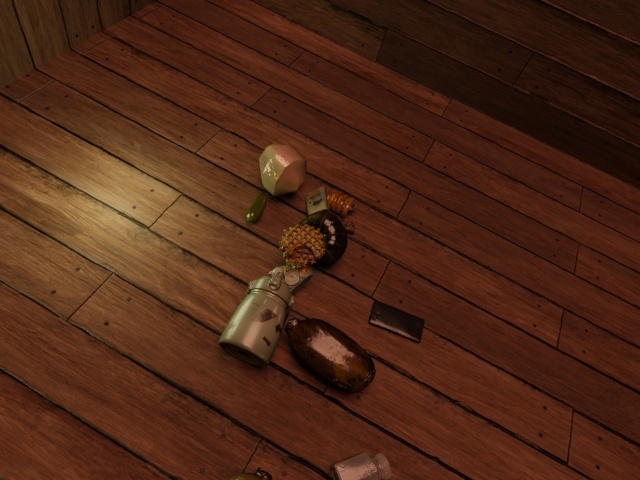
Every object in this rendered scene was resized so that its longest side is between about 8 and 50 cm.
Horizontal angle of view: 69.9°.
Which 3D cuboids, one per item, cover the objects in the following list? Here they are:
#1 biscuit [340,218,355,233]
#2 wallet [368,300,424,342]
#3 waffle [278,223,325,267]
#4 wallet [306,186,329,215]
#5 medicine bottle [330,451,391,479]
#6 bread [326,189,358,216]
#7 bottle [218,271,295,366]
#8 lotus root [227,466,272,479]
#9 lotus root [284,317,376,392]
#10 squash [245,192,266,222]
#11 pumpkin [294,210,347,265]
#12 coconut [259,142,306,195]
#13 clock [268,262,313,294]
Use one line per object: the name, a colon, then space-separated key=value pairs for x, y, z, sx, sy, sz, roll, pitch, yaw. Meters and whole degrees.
biscuit: x=0.072 y=-0.077 z=2.252 sx=0.199 sy=0.034 sz=0.064 roll=9 pitch=52 yaw=-9
wallet: x=0.338 y=0.355 z=2.022 sx=0.244 sy=0.025 sz=0.124 roll=21 pitch=53 yaw=1
waffle: x=-0.074 y=0.019 z=1.940 sx=0.193 sy=0.070 sz=0.197 roll=-19 pitch=61 yaw=-15
wallet: x=-0.018 y=-0.190 z=2.270 sx=0.110 sy=0.039 sz=0.155 roll=-22 pitch=48 yaw=15
medicine bottle: x=0.145 y=0.819 z=1.601 sx=0.188 sy=0.088 sz=0.132 roll=-10 pitch=59 yaw=-21
bread: x=0.098 y=-0.191 z=2.313 sx=0.177 sy=0.084 sz=0.119 roll=27 pitch=52 yaw=11
bottle: x=-0.233 y=0.292 z=1.792 sx=0.229 sy=0.229 sz=0.352 roll=22 pitch=59 yaw=1
lotus root: x=-0.273 y=0.832 z=1.441 sx=0.284 sy=0.146 sz=0.160 roll=-33 pitch=32 yaw=-29
lotus root: x=0.033 y=0.438 z=1.785 sx=0.397 sy=0.179 sz=0.196 roll=34 pitch=52 yaw=9
squash: x=-0.304 y=-0.159 z=2.197 sx=0.066 sy=0.066 sz=0.201 roll=19 pitch=46 yaw=-1
pumpkin: x=0.001 y=0.001 z=2.093 sx=0.260 sy=0.189 sz=0.260 roll=-5 pitch=73 yaw=15
coconut: x=-0.182 y=-0.340 z=2.241 sx=0.259 sy=0.259 sz=0.259 roll=7 pitch=54 yaw=-10
clock: x=-0.124 y=0.140 z=1.980 sx=0.231 sy=0.103 sz=0.144 roll=-41 pitch=72 yaw=-3
